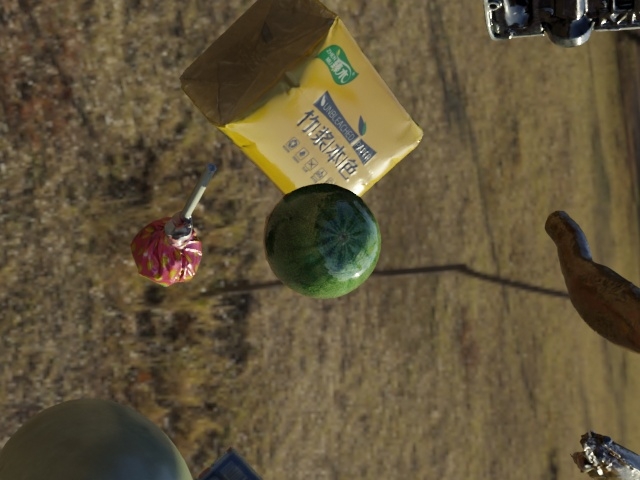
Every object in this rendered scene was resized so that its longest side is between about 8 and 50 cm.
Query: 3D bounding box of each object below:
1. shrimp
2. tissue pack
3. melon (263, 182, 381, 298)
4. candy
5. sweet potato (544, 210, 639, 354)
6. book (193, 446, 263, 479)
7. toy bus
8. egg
[{"bbox_3d":[0.455,0.354,1.662,0.287,0.152,0.063,38,72,-41],"label":"shrimp"},{"bbox_3d":[-0.028,-0.247,1.957,0.382,0.293,0.228,46,2,-46],"label":"tissue pack"},{"bbox_3d":[0.000,0.000,1.620,0.287,0.182,0.182,-174,-103,-85],"label":"melon"},{"bbox_3d":[-0.224,-0.033,1.706,0.124,0.365,0.124,10,62,-19],"label":"candy"},{"bbox_3d":[0.461,0.079,1.724,0.385,0.109,0.109,-119,-175,-57],"label":"sweet potato"},{"bbox_3d":[-0.200,0.574,2.025,0.228,0.018,0.322,46,45,9],"label":"book"},{"bbox_3d":[0.494,-0.489,1.748,0.209,0.439,0.249,65,26,-60],"label":"toy bus"},{"bbox_3d":[-0.267,0.327,1.214,0.352,0.258,0.259,49,-18,59],"label":"egg"}]
